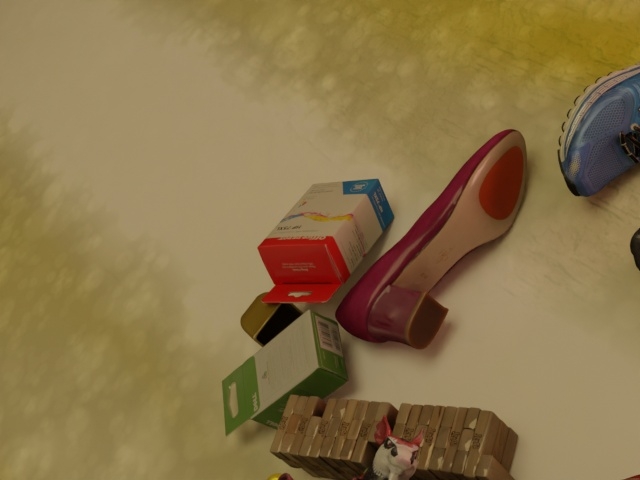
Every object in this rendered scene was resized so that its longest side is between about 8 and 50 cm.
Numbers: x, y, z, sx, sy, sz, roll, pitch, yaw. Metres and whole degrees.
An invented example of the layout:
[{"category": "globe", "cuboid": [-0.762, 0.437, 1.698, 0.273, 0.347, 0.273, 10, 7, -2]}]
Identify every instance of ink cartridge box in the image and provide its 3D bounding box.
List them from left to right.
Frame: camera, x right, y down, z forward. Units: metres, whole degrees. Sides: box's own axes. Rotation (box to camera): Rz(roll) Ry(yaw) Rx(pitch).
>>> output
[{"category": "ink cartridge box", "cuboid": [-0.056, 0.207, 1.619, 0.209, 0.062, 0.109, -40, 40, 29]}, {"category": "ink cartridge box", "cuboid": [0.000, 0.000, 1.684, 0.134, 0.078, 0.231, -3, 33, 36]}]

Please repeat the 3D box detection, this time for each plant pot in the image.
[{"category": "plant pot", "cuboid": [-0.078, 0.129, 1.704, 0.081, 0.081, 0.083, -53, 37, -9]}]

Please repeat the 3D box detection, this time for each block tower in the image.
[{"category": "block tower", "cuboid": [0.100, 0.271, 1.443, 0.335, 0.091, 0.097, 0, 59, 37]}]

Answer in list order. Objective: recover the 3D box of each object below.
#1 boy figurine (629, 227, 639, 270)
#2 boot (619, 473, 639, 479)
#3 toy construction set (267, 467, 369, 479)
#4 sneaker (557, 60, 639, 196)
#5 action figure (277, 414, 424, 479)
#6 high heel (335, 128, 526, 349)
[{"category": "boy figurine", "cuboid": [0.505, 0.055, 1.303, 0.177, 0.092, 0.285, -45, 39, -4]}, {"category": "boot", "cuboid": [0.319, 0.381, 1.200, 0.176, 0.088, 0.244, -17, 47, 35]}, {"category": "toy construction set", "cuboid": [0.055, 0.419, 1.316, 0.215, 0.151, 0.328, -11, 55, -1]}, {"category": "sneaker", "cuboid": [0.467, -0.179, 1.488, 0.330, 0.130, 0.147, -43, 40, 1]}, {"category": "action figure", "cuboid": [0.042, 0.371, 1.182, 0.248, 0.276, 0.370, 15, 60, 27]}, {"category": "high heel", "cuboid": [0.159, -0.017, 1.608, 0.181, 0.127, 0.377, 12, 61, 50]}]
